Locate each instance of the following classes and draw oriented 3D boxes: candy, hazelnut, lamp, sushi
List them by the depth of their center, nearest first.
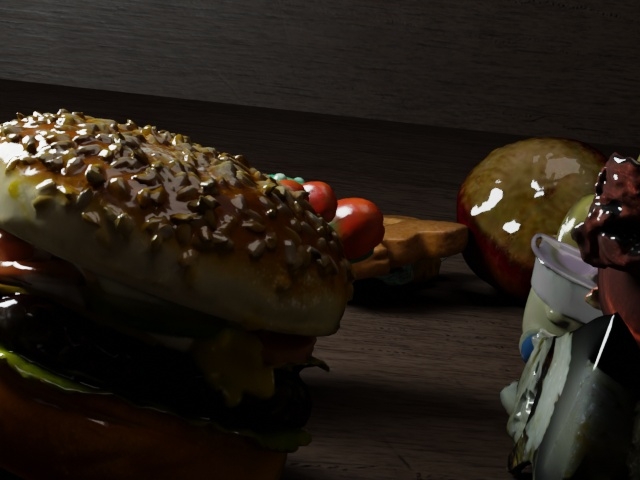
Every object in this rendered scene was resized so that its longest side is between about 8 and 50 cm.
[{"bbox_3d":[0.280,0.030,1.150,0.215,0.151,0.223,12,0,27],"label":"lamp"},{"bbox_3d":[0.206,0.139,1.179,0.109,0.134,0.273,22,-7,-4],"label":"sushi"},{"bbox_3d":[0.253,-0.011,1.789,0.208,0.208,0.208,7,11,-1],"label":"hazelnut"},{"bbox_3d":[0.103,0.029,1.800,0.053,0.046,0.182,6,14,30],"label":"candy"}]

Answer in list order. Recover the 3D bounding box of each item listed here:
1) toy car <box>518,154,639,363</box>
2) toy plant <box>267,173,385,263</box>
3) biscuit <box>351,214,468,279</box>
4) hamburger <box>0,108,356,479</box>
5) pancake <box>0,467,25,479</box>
[{"bbox_3d":[0.342,0.062,1.441,0.242,0.226,0.336,24,38,25],"label":"toy car"},{"bbox_3d":[-0.141,0.016,1.309,0.400,0.279,0.185,-8,46,-21],"label":"toy plant"},{"bbox_3d":[0.000,0.000,1.771,0.283,0.043,0.306,-10,10,-15],"label":"biscuit"},{"bbox_3d":[-0.115,0.040,1.047,0.291,0.225,0.291,21,5,-2],"label":"hamburger"},{"bbox_3d":[-0.320,0.135,1.043,0.286,0.033,0.288,15,14,28],"label":"pancake"}]
